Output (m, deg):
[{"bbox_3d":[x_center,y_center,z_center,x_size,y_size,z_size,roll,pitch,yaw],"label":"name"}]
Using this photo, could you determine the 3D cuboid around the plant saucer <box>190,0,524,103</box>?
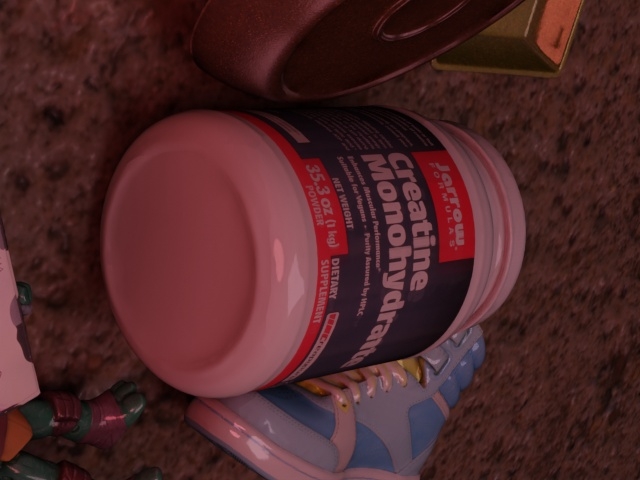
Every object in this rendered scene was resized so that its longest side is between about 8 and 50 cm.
[{"bbox_3d":[0.063,-0.172,0.932,0.311,0.050,0.310,-27,169,-6],"label":"plant saucer"}]

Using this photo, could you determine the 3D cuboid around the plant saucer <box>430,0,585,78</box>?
[{"bbox_3d":[0.157,-0.232,1.157,0.188,0.045,0.188,-4,116,-48],"label":"plant saucer"}]

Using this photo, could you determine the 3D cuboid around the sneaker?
[{"bbox_3d":[0.025,0.102,1.159,0.208,0.127,0.319,-60,152,2],"label":"sneaker"}]

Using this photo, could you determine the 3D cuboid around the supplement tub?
[{"bbox_3d":[0.000,0.000,1.005,0.272,0.191,0.191,-7,118,-46],"label":"supplement tub"}]

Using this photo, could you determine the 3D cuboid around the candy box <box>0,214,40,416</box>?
[{"bbox_3d":[-0.240,-0.019,0.683,0.071,0.233,0.159,-32,134,-33],"label":"candy box"}]

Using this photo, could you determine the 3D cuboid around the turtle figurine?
[{"bbox_3d":[-0.211,0.114,0.906,0.234,0.118,0.175,27,51,-43],"label":"turtle figurine"}]
